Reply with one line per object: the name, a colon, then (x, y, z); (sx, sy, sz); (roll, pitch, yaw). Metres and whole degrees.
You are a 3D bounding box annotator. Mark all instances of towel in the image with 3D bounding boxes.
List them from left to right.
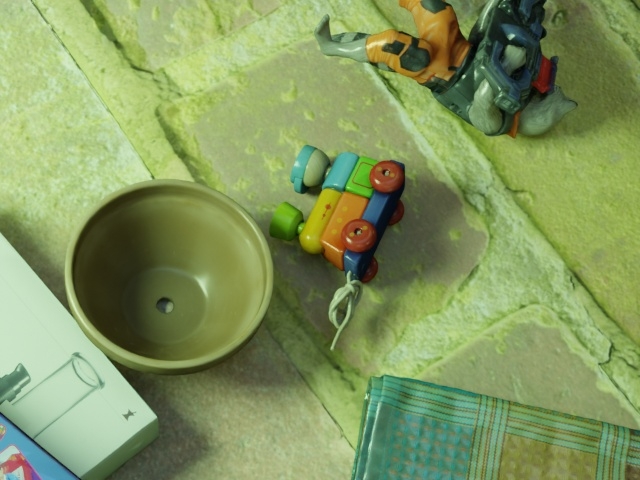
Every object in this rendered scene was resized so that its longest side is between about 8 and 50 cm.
towel: (0.212, 0.312, 1.362); (0.370, 0.040, 0.271); (12, 67, -1)

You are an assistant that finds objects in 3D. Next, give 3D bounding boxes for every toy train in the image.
toy train: (0.000, 0.000, 1.447); (0.143, 0.105, 0.248); (20, 66, 14)

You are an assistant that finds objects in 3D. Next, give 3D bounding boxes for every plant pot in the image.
plant pot: (-0.178, 0.056, 1.387); (0.238, 0.109, 0.237); (6, 61, -10)

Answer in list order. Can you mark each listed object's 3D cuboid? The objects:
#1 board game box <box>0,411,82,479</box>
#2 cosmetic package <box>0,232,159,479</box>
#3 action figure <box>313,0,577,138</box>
board game box: (-0.408, 0.324, 1.174); (0.233, 0.078, 0.347); (37, 76, 11)
cosmetic package: (-0.408, 0.159, 1.334); (0.284, 0.097, 0.377); (-38, 76, -21)
action figure: (0.188, -0.254, 1.574); (0.330, 0.178, 0.341); (33, 40, 1)
